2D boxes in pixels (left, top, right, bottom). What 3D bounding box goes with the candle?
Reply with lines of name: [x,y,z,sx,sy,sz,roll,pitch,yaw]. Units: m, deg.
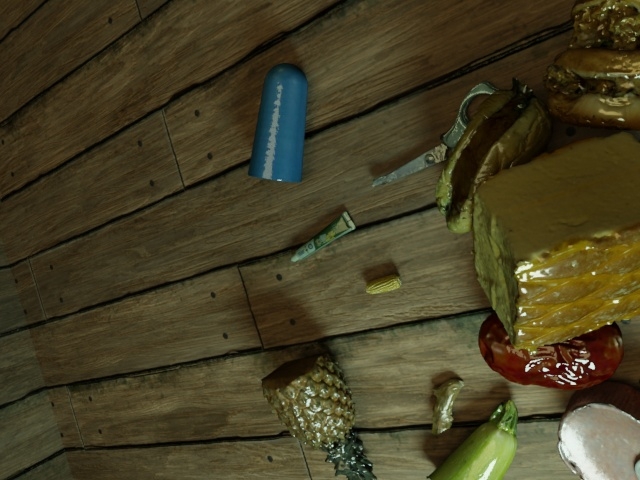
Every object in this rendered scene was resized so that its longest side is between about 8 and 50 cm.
candle: [0.619,0.408,0.975,0.317,0.131,0.287,0,105,40]

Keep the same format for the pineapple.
pineapple: [0.013,0.453,1.307,0.202,0.202,0.362,-27,92,31]

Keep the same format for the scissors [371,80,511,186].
scissors: [0.259,-0.187,1.130,0.360,0.029,0.191,-23,88,29]

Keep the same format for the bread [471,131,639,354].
bread: [0.404,0.010,0.869,0.279,0.279,0.207,-19,50,7]

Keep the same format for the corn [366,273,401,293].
corn: [0.148,0.103,1.248,0.092,0.037,0.037,-18,89,31]

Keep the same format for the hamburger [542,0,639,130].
hamburger: [0.489,-0.287,0.861,0.260,0.245,0.211,1,105,-11]

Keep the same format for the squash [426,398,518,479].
squash: [0.353,0.475,1.143,0.137,0.137,0.287,39,114,19]

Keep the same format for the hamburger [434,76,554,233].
hamburger: [0.314,-0.136,0.981,0.132,0.211,0.309,34,119,21]

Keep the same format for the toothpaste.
toothpaste: [0.000,0.000,1.322,0.204,0.031,0.049,-35,82,29]

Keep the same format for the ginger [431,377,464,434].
ginger: [0.283,0.375,1.215,0.057,0.044,0.137,27,108,56]

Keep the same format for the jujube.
jujube: [0.435,0.195,1.014,0.250,0.174,0.174,0,99,31]

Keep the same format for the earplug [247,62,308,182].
earplug: [-0.093,-0.283,1.275,0.132,0.132,0.273,14,102,28]
